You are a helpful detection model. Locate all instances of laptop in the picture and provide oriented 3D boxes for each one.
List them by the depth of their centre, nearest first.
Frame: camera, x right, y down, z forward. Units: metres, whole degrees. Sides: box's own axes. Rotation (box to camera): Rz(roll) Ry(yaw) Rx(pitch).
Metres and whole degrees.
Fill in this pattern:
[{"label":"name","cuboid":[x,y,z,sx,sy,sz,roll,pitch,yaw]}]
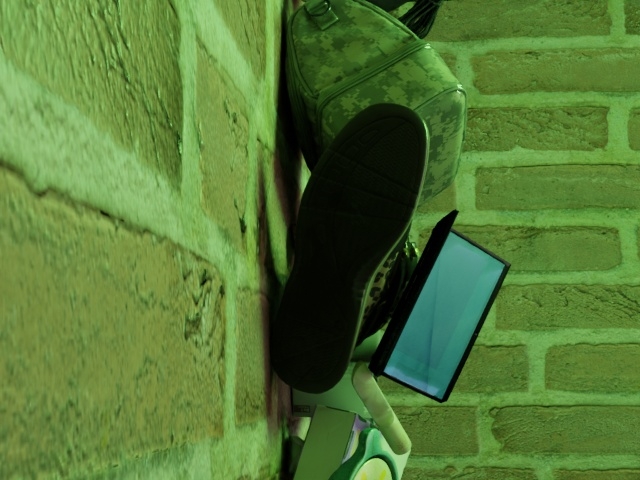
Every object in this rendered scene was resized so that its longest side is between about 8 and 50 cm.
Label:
[{"label":"laptop","cuboid":[0.173,0.100,1.523,0.264,0.136,0.234,99,17,-85]}]

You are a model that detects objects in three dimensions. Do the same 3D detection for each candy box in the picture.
[{"label":"candy box","cuboid":[0.039,0.337,1.563,0.196,0.070,0.165,43,61,-54]}]

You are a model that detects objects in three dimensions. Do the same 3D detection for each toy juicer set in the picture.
[{"label":"toy juicer set","cuboid":[0.076,0.344,1.463,0.209,0.089,0.329,36,67,-51]}]

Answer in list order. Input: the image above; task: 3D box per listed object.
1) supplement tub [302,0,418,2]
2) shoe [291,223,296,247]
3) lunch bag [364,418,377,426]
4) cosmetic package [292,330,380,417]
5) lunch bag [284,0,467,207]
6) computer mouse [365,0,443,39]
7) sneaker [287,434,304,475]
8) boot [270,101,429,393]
[{"label":"supplement tub","cuboid":[0.127,-0.462,1.680,0.207,0.338,0.207,0,90,-85]},{"label":"shoe","cuboid":[0.000,0.000,1.683,0.219,0.076,0.058,-35,120,-86]},{"label":"lunch bag","cuboid":[0.048,0.248,2.010,0.279,0.108,0.224,84,5,-51]},{"label":"cosmetic package","cuboid":[0.028,0.171,1.710,0.238,0.127,0.107,-81,170,-70]},{"label":"lunch bag","cuboid":[0.061,-0.190,1.636,0.256,0.212,0.305,57,-9,24]},{"label":"computer mouse","cuboid":[0.070,-0.393,1.562,0.188,0.272,0.072,-53,-164,32]},{"label":"sneaker","cuboid":[-0.014,0.310,1.591,0.152,0.061,0.053,73,19,-67]},{"label":"boot","cuboid":[0.062,0.000,1.493,0.284,0.138,0.377,-22,129,-74]}]
